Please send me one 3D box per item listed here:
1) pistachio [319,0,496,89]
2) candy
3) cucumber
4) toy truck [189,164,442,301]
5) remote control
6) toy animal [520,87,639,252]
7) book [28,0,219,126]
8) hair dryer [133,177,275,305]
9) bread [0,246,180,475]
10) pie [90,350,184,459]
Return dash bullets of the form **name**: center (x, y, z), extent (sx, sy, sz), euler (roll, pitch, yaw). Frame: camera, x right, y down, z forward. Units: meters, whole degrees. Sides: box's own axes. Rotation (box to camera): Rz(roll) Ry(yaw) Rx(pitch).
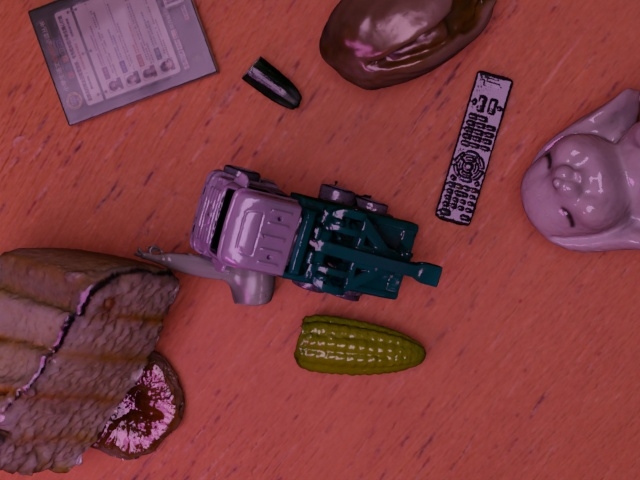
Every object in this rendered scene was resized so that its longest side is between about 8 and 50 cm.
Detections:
- **pistachio**: center (0.131, -0.343, 1.792), extent (0.288, 0.197, 0.166), euler (-32, 133, -4)
- **candy**: center (0.064, 0.171, 1.859), extent (0.210, 0.097, 0.096), euler (6, 94, -1)
- **cucumber**: center (-0.072, -0.248, 1.866), extent (0.105, 0.048, 0.048), euler (36, 97, 0)
- **toy truck**: center (-0.005, -0.002, 1.771), extent (0.364, 0.178, 0.176), euler (14, 97, -23)
- **remote control**: center (0.242, -0.144, 1.850), extent (0.063, 0.025, 0.245), euler (17, 95, 4)
- **toy animal**: center (0.436, -0.083, 1.760), extent (0.265, 0.206, 0.271), euler (-20, 76, 16)
- **book**: center (-0.319, -0.322, 1.897), extent (0.264, 0.027, 0.202), euler (-19, 92, 6)
- **hair dryer**: center (-0.179, 0.000, 1.836), extent (0.237, 0.075, 0.206), euler (0, 89, -29)
- **bread**: center (-0.427, 0.144, 1.809), extent (0.264, 0.239, 0.395), euler (37, 99, 34)
- **pie**: center (-0.315, 0.269, 1.925), extent (0.195, 0.046, 0.195), euler (0, 94, 5)
